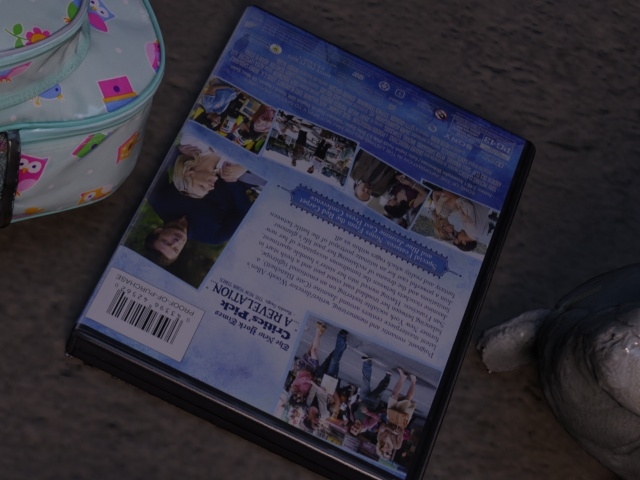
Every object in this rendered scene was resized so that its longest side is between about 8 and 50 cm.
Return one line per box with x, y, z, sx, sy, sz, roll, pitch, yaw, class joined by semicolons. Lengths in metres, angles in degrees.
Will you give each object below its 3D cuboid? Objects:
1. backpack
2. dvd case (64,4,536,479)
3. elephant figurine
-0.169;-0.089;0.873;0.188;0.144;0.166;-9;53;-31;backpack
0.000;0.000;0.951;0.180;0.022;0.253;26;49;-3;dvd case
0.214;0.116;0.875;0.169;0.186;0.239;-31;97;-1;elephant figurine
